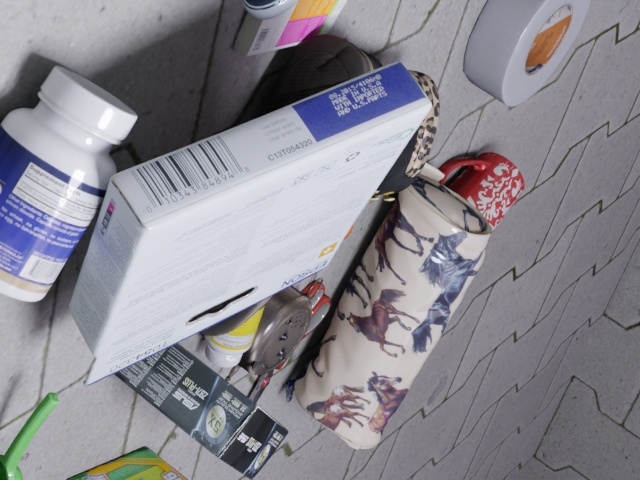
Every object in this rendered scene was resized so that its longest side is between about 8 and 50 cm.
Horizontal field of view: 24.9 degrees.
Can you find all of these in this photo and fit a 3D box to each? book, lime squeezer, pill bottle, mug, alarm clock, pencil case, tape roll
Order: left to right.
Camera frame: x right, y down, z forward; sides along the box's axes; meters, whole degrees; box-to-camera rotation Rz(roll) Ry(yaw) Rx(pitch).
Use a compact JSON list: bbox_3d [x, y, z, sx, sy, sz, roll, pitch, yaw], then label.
[{"bbox_3d":[-0.327,0.278,1.600,0.110,0.059,0.310,-3,139,-5],"label":"lime squeezer"},{"bbox_3d":[-0.242,-0.051,1.259,0.187,0.112,0.112,-57,158,6],"label":"pill bottle"},{"bbox_3d":[-0.110,0.103,1.825,0.065,0.065,0.116,-30,148,-47],"label":"pill bottle"},{"bbox_3d":[-0.054,0.109,1.963,0.192,0.064,0.129,-43,156,-35],"label":"alarm clock"},{"bbox_3d":[-0.024,-0.247,1.535,0.144,0.035,0.096,-23,146,-53],"label":"book"},{"bbox_3d":[0.102,0.096,2.135,0.160,0.183,0.410,13,114,-36],"label":"pencil case"},{"bbox_3d":[0.238,-0.061,2.250,0.169,0.113,0.150,-46,159,-29],"label":"mug"},{"bbox_3d":[0.298,-0.302,2.065,0.219,0.072,0.219,-43,156,-24],"label":"tape roll"}]

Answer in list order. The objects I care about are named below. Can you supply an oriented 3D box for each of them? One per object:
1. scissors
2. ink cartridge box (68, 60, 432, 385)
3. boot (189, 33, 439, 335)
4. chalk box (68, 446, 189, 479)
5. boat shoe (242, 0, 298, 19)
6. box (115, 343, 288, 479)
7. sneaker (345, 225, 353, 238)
[{"bbox_3d":[-0.078,0.186,2.084,0.297,0.021,0.109,-54,161,1],"label":"scissors"},{"bbox_3d":[-0.083,-0.014,1.411,0.324,0.071,0.330,-26,163,-31],"label":"ink cartridge box"},{"bbox_3d":[-0.007,-0.061,1.715,0.377,0.138,0.284,-63,159,15],"label":"boot"},{"bbox_3d":[-0.259,0.369,1.819,0.213,0.132,0.132,-16,137,-60],"label":"chalk box"},{"bbox_3d":[-0.026,-0.307,1.412,0.183,0.065,0.083,-54,150,-7],"label":"boat shoe"},{"bbox_3d":[-0.143,0.192,1.730,0.077,0.180,0.147,-52,159,-8],"label":"box"},{"bbox_3d":[0.000,0.000,1.901,0.175,0.067,0.064,-17,136,-60],"label":"sneaker"}]
